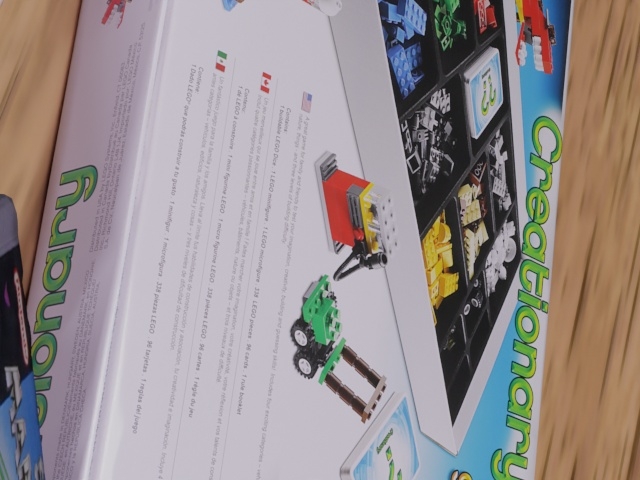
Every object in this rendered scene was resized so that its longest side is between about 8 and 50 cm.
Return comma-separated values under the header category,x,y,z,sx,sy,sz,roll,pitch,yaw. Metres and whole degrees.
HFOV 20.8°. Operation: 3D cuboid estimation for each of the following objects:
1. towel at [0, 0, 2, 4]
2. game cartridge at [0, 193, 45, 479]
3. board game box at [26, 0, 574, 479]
category,x,y,z,sx,sy,sz,roll,pitch,yaw
towel,-0.194,-0.202,0.440,0.332,0.053,0.317,33,61,-35
game cartridge,-0.095,0.123,0.343,0.230,0.068,0.355,-54,139,-79
board game box,0.000,0.000,0.591,0.193,0.053,0.305,23,66,-39
